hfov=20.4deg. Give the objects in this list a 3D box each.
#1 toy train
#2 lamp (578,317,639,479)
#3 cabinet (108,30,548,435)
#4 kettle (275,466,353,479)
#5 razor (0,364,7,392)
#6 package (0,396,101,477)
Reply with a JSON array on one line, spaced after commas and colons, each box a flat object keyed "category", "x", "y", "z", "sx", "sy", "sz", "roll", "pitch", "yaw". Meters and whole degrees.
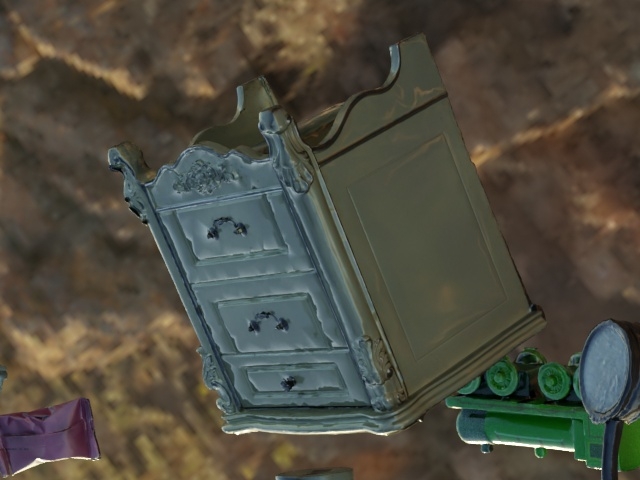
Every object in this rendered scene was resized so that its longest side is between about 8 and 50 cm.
[{"category": "toy train", "x": 0.238, "y": 0.177, "z": 1.892, "sx": 0.251, "sy": 0.085, "sz": 0.119, "roll": -1, "pitch": 96, "yaw": 45}, {"category": "lamp", "x": 0.220, "y": 0.241, "z": 1.166, "sx": 0.130, "sy": 0.108, "sz": 0.371, "roll": 156, "pitch": 116, "yaw": -67}, {"category": "cabinet", "x": 0.000, "y": 0.000, "z": 1.723, "sx": 0.290, "sy": 0.227, "sz": 0.318, "roll": -7, "pitch": 110, "yaw": 52}, {"category": "kettle", "x": 0.000, "y": 0.360, "z": 2.206, "sx": 0.127, "sy": 0.098, "sz": 0.148, "roll": 153, "pitch": 112, "yaw": -81}, {"category": "razor", "x": -0.319, "y": 0.242, "z": 1.556, "sx": 0.056, "sy": 0.111, "sz": 0.278, "roll": 3, "pitch": 83, "yaw": 43}, {"category": "package", "x": -0.216, "y": 0.154, "z": 1.389, "sx": 0.029, "sy": 0.083, "sz": 0.059, "roll": -109, "pitch": 8, "yaw": -61}]
